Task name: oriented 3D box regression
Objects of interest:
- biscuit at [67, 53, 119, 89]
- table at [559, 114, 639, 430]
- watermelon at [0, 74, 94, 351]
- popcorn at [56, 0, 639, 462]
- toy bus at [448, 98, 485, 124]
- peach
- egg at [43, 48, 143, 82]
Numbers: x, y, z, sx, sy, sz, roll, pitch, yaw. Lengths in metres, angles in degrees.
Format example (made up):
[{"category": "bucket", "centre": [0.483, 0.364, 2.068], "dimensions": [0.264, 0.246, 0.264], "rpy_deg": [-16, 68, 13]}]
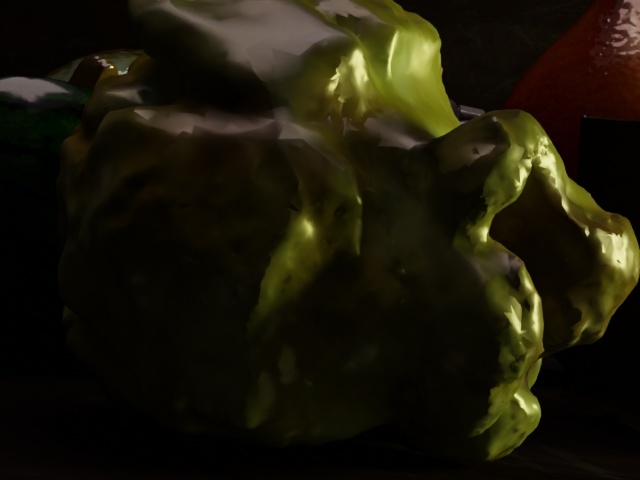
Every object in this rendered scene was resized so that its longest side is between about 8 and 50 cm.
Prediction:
[{"category": "biscuit", "centre": [-0.175, -0.039, 0.929], "dimensions": [0.182, 0.215, 0.034], "rpy_deg": [-14, 50, -36]}, {"category": "table", "centre": [0.275, 0.023, 0.819], "dimensions": [0.169, 0.193, 0.172], "rpy_deg": [0, 7, -28]}, {"category": "watermelon", "centre": [-0.190, 0.001, 0.807], "dimensions": [0.204, 0.127, 0.232], "rpy_deg": [-25, -26, 8]}, {"category": "popcorn", "centre": [0.004, 0.000, 0.628], "dimensions": [0.277, 0.276, 0.225], "rpy_deg": [7, -35, -1]}, {"category": "toy bus", "centre": [0.057, -0.009, 1.035], "dimensions": [0.142, 0.202, 0.142], "rpy_deg": [12, -33, -4]}, {"category": "peach", "centre": [0.247, -0.033, 1.071], "dimensions": [0.201, 0.361, 0.258], "rpy_deg": [-22, 12, -26]}, {"category": "egg", "centre": [-0.149, -0.042, 1.153], "dimensions": [0.289, 0.238, 0.238], "rpy_deg": [27, -12, -39]}]
